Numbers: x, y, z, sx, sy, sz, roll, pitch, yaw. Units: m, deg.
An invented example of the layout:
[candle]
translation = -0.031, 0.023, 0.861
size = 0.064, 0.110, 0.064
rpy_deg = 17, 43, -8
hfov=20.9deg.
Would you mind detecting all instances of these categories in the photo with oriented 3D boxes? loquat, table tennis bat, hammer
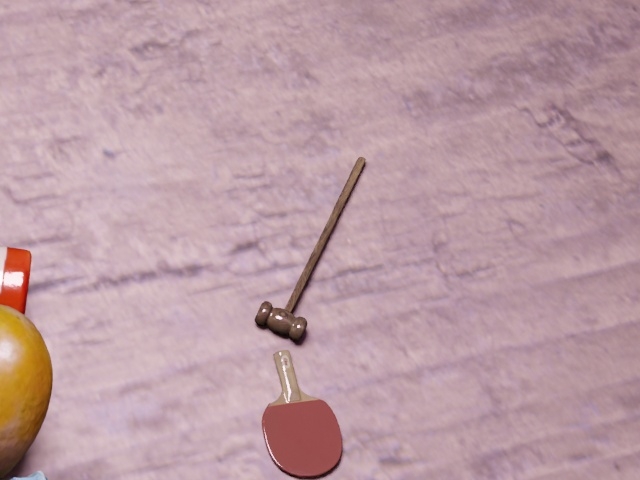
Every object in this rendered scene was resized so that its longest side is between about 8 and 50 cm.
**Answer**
[loquat]
translation = -0.367, 0.164, 1.739
size = 0.179, 0.179, 0.227
rpy_deg = 24, 60, 2
[table tennis bat]
translation = -0.027, 0.192, 1.923
size = 0.087, 0.013, 0.156
rpy_deg = -6, 60, -17
[hammer]
translation = 0.000, 0.000, 2.059
size = 0.058, 0.029, 0.292
rpy_deg = 26, 51, 0

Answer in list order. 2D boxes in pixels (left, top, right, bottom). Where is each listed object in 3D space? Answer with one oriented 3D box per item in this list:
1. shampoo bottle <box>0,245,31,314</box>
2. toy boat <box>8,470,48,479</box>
[shampoo bottle]
translation = -0.452, 0.043, 1.846
size = 0.278, 0.104, 0.104
rpy_deg = 8, 54, -11
[toy boat]
translation = -0.271, 0.349, 1.697
size = 0.098, 0.109, 0.238
rpy_deg = 23, 43, -44
